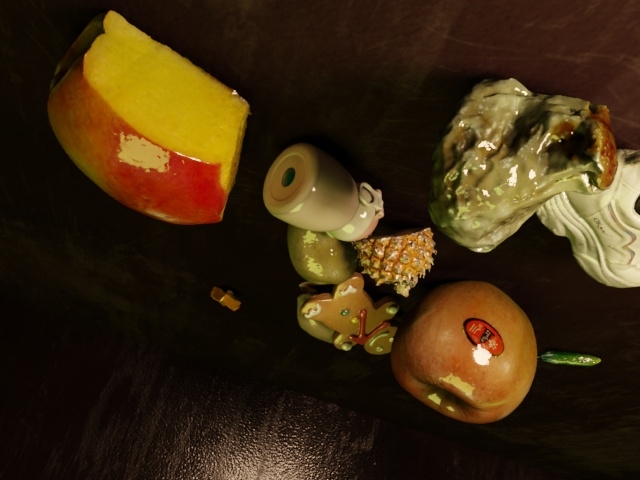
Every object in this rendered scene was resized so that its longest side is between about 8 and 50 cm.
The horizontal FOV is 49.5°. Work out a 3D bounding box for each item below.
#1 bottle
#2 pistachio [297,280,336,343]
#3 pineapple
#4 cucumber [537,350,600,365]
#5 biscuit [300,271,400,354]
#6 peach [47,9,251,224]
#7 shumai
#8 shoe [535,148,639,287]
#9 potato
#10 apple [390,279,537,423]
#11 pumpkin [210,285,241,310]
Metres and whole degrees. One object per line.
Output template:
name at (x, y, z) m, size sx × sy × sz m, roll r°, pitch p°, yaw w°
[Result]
bottle at (0.020, -0.074, 1.317) m, size 0.147 × 0.148 × 0.236 m, roll -8°, pitch 155°, yaw 44°
pistachio at (0.011, 0.201, 1.941) m, size 0.153 × 0.138 × 0.238 m, roll -29°, pitch 131°, yaw 24°
pineapple at (0.159, 0.050, 1.418) m, size 0.161 × 0.137 × 0.176 m, roll -8°, pitch -177°, yaw 36°
cucumber at (0.670, 0.319, 1.885) m, size 0.168 × 0.039 × 0.039 m, roll 2°, pitch 153°, yaw 25°
biscuit at (0.114, 0.219, 1.868) m, size 0.216 × 0.047 × 0.340 m, roll -34°, pitch 129°, yaw 12°
peach at (-0.285, -0.165, 1.188) m, size 0.380 × 0.242 × 0.306 m, roll 30°, pitch 149°, yaw -29°
shumai at (0.280, -0.076, 0.970) m, size 0.222 × 0.225 × 0.261 m, roll 33°, pitch 130°, yaw 30°
shoe at (0.499, -0.030, 1.095) m, size 0.342 × 0.132 × 0.210 m, roll 36°, pitch 153°, yaw -31°
potato at (0.000, 0.000, 1.474) m, size 0.157 × 0.157 × 0.194 m, roll 5°, pitch 140°, yaw 24°
apple at (0.347, 0.248, 1.629) m, size 0.338 × 0.305 × 0.338 m, roll 25°, pitch 154°, yaw 14°
pumpkin at (-0.300, 0.181, 2.205) m, size 0.083 × 0.054 × 0.074 m, roll 23°, pitch 165°, yaw 48°
